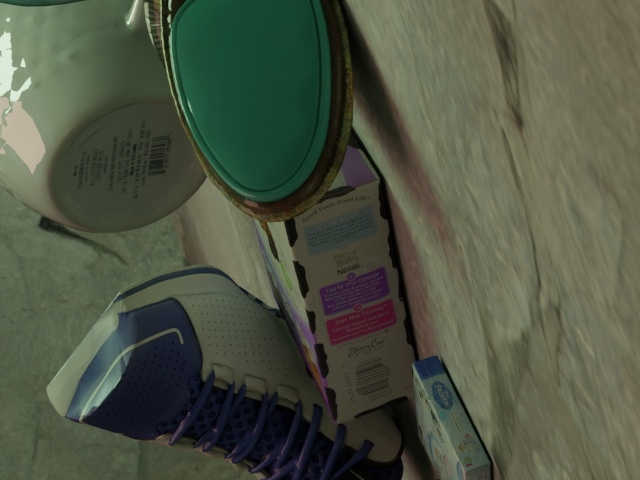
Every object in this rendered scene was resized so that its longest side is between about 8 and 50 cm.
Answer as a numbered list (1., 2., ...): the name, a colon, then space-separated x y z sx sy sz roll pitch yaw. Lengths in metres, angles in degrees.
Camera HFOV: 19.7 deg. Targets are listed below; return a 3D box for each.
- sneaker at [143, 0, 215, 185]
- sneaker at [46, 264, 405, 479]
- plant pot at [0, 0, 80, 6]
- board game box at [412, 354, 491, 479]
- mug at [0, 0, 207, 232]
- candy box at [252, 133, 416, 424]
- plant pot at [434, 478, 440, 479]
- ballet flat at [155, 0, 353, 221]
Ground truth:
1. sneaker: -0.080 -0.123 1.552 0.106 0.078 0.234 -126 15 -56
2. sneaker: -0.032 0.129 1.378 0.315 0.127 0.182 11 -149 -53
3. plant pot: -0.165 -0.263 1.387 0.234 0.165 0.165 23 123 55
4. board game box: 0.086 0.135 1.195 0.090 0.020 0.090 82 167 -52
5. mug: -0.219 -0.210 1.740 0.328 0.276 0.374 58 135 39
6. candy box: 0.000 0.000 1.287 0.165 0.070 0.196 -118 11 -50
7. plant pot: 0.068 0.212 1.303 0.083 0.081 0.081 113 139 -60
8. ballet flat: -0.050 -0.157 1.178 0.123 0.123 0.348 88 161 -64
